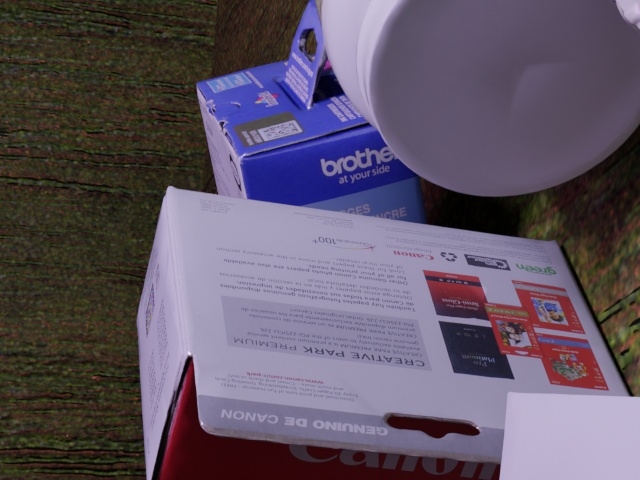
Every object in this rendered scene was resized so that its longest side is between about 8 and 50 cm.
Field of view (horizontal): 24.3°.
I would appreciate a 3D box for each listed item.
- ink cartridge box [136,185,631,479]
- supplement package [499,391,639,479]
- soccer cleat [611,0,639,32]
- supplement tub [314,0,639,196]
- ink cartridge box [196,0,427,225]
[{"bbox_3d":[0.039,0.104,1.023,0.272,0.310,0.130,-103,25,-56],"label":"ink cartridge box"},{"bbox_3d":[0.203,0.158,0.453,0.198,0.263,0.199,163,115,-74],"label":"supplement package"},{"bbox_3d":[0.201,-0.152,0.835,0.116,0.143,0.331,56,-151,-50],"label":"soccer cleat"},{"bbox_3d":[0.107,-0.203,1.082,0.324,0.236,0.235,-102,24,-53],"label":"supplement tub"},{"bbox_3d":[0.000,0.000,1.293,0.270,0.151,0.395,-123,20,-68],"label":"ink cartridge box"}]
